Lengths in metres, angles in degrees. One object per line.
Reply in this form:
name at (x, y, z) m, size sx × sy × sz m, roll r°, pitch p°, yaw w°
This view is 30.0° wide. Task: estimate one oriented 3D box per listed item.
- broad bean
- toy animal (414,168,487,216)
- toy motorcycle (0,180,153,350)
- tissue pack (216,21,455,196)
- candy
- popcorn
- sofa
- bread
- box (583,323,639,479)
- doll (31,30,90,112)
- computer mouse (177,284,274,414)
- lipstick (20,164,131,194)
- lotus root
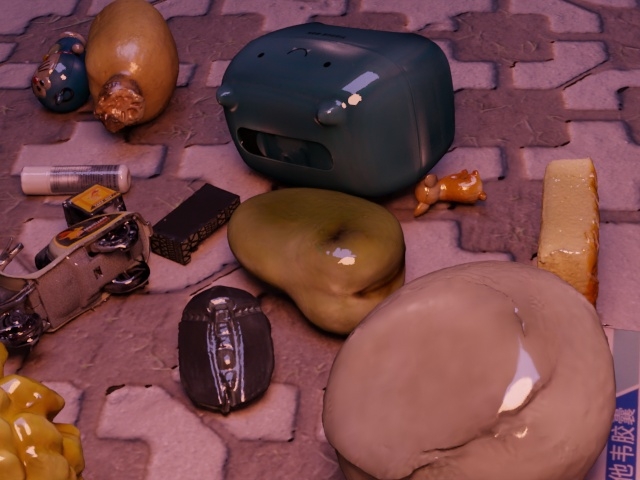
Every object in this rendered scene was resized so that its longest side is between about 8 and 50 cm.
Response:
broad bean at (0.000, 0.000, 1.393) m, size 0.189 × 0.121 × 0.263 m, roll -22°, pitch 39°, yaw -27°
toy animal at (0.159, -0.059, 1.507) m, size 0.083 × 0.060 × 0.081 m, roll -13°, pitch 37°, yaw -25°
toy motorcycle at (-0.310, 0.037, 1.397) m, size 0.157 × 0.091 × 0.263 m, roll 23°, pitch 46°, yaw 36°
tissue pack at (0.011, -0.164, 1.523) m, size 0.287 × 0.198 × 0.206 m, roll 18°, pitch 41°, yaw 40°
candy at (0.140, 0.146, 1.116) m, size 0.295 × 0.185 × 0.295 m, roll -22°, pitch 44°, yaw 23°
popcorn at (-0.358, 0.206, 1.083) m, size 0.270 × 0.224 × 0.258 m, roll 10°, pitch 21°, yaw 31°
sofa at (-0.155, -0.021, 1.497) m, size 0.060 × 0.039 × 0.118 m, roll 20°, pitch 44°, yaw 29°
bread at (0.282, 0.005, 1.355) m, size 0.068 × 0.125 × 0.188 m, roll 3°, pitch 38°, yaw 11°
box at (0.323, 0.221, 1.123) m, size 0.200 × 0.065 × 0.343 m, roll 6°, pitch 39°, yaw 13°
doll at (-0.378, -0.245, 1.760) m, size 0.085 × 0.114 × 0.152 m, roll 21°, pitch 38°, yaw -21°
computer mouse at (-0.105, 0.106, 1.311) m, size 0.106 × 0.062 × 0.192 m, roll -7°, pitch 37°, yaw -4°
lipstick at (-0.324, -0.081, 1.586) m, size 0.141 × 0.040 × 0.040 m, roll 0°, pitch 38°, yaw 4°
lotus root at (-0.269, -0.258, 1.723) m, size 0.131 × 0.146 × 0.303 m, roll -8°, pitch 35°, yaw -3°
